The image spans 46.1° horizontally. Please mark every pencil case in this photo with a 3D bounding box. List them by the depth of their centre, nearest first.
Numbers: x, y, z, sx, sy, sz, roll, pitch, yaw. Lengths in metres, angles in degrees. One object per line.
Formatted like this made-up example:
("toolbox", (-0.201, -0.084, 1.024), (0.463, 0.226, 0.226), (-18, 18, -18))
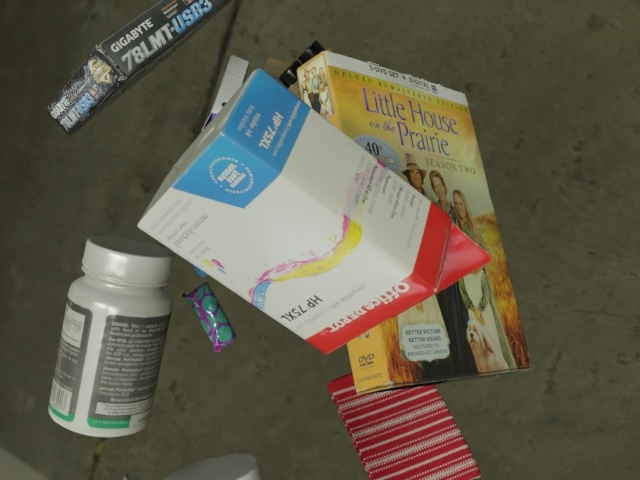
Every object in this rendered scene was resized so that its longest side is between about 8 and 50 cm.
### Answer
("pencil case", (-0.250, 0.173, 1.712), (0.064, 0.070, 0.152), (-25, 97, 25))

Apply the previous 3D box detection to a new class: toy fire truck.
("toy fire truck", (-0.075, -0.337, 1.689), (0.217, 0.158, 0.246), (-47, 13, -7))

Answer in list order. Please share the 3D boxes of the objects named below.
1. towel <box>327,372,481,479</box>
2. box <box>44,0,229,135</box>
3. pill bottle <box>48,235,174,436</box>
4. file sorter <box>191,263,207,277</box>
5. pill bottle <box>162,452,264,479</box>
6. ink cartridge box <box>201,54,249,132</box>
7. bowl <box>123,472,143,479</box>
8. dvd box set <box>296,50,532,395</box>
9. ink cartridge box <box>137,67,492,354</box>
("towel", (0.150, 0.348, 1.403), (0.031, 0.198, 0.275), (95, 153, -54))
("box", (-0.297, -0.322, 1.261), (0.073, 0.295, 0.293), (49, 149, -15))
("pill bottle", (-0.409, 0.185, 1.498), (0.204, 0.204, 0.361), (19, 100, 37))
("file sorter", (-0.223, -0.027, 1.614), (0.104, 0.170, 0.118), (-26, 110, 28))
("pill bottle", (-0.112, 0.434, 0.967), (0.160, 0.160, 0.283), (-10, 94, 36))
("ink cartridge box", (-0.193, -0.211, 1.447), (0.206, 0.045, 0.208), (114, 172, -53))
("bowl", (-0.245, 0.513, 1.166), (0.134, 0.298, 0.298), (-44, 55, -15))
("dvd box set", (0.131, -0.022, 0.995), (0.062, 0.307, 0.421), (-24, 70, 42))
("ink cartridge box", (0.000, 0.000, 0.562), (0.134, 0.231, 0.078), (-38, 23, 44))
